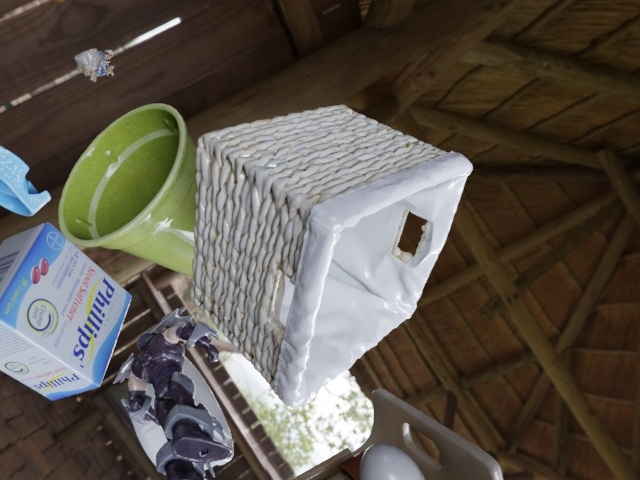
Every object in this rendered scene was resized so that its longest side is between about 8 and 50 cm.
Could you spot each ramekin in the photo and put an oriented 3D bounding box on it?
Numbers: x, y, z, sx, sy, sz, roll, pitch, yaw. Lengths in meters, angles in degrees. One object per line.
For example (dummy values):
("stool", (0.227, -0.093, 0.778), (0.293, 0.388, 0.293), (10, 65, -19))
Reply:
("ramekin", (-0.316, 0.401, 1.152), (0.273, 0.127, 0.273), (58, -7, 11))

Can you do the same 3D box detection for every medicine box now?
("medicine box", (-0.599, 0.159, 1.135), (0.289, 0.149, 0.264), (55, 24, -39))

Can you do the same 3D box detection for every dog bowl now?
("dog bowl", (-0.893, -0.168, 1.451), (0.165, 0.074, 0.297), (18, -27, 5))

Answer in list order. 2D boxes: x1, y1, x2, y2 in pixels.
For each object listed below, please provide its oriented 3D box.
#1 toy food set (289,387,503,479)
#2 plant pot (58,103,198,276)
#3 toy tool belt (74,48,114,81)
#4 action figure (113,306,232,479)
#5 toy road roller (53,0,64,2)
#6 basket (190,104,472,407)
("toy food set", (-0.032, 0.231, 0.423), (0.093, 0.306, 0.219), (69, -17, -6))
("plant pot", (-0.275, -0.059, 0.938), (0.276, 0.276, 0.254), (44, 0, 40))
("toy tool belt", (-0.390, -0.304, 0.901), (0.083, 0.052, 0.051), (-65, 136, -70))
("action figure", (-0.212, 0.217, 0.733), (0.099, 0.185, 0.285), (21, 19, -38))
("toy road roller", (-0.362, -0.425, 0.648), (0.202, 0.240, 0.330), (29, 30, -26))
("basket", (0.000, 0.000, 0.783), (0.266, 0.331, 0.328), (34, -51, 27))
